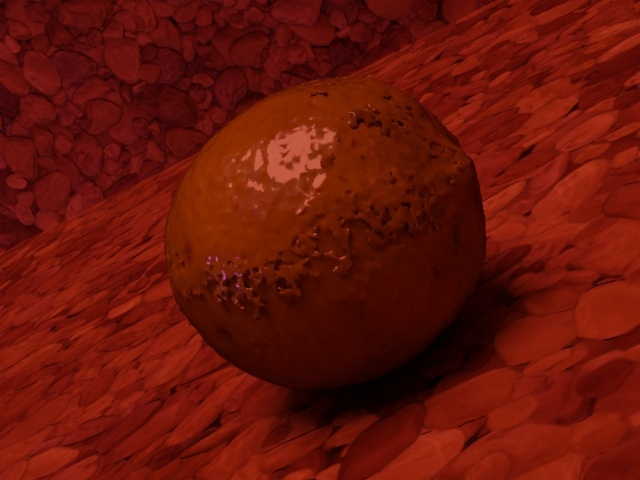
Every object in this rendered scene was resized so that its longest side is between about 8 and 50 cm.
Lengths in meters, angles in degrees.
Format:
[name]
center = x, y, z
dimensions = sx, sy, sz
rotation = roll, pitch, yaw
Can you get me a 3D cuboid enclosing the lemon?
[lemon]
center = 0.000, 0.000, 1.078
dimensions = 0.310, 0.258, 0.258
rotation = -28, 13, 43
